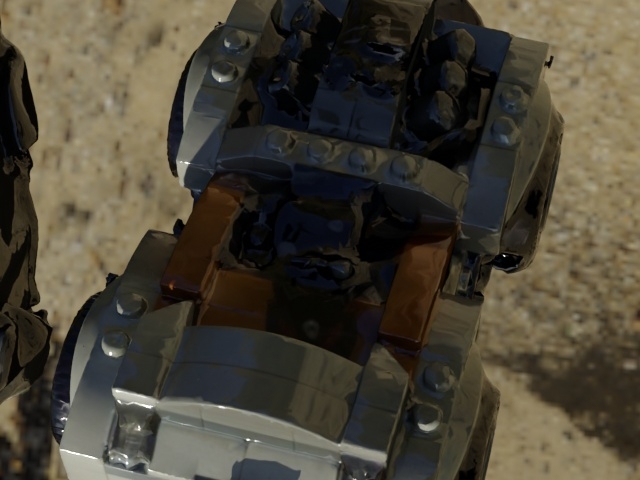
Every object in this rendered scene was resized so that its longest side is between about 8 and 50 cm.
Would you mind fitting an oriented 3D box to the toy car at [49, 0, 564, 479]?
[{"bbox_3d":[0.000,-0.002,0.722,0.118,0.193,0.301,87,-161,-58],"label":"toy car"}]

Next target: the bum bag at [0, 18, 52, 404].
[{"bbox_3d":[-0.101,-0.037,0.426,0.049,0.087,0.197,5,105,31],"label":"bum bag"}]
